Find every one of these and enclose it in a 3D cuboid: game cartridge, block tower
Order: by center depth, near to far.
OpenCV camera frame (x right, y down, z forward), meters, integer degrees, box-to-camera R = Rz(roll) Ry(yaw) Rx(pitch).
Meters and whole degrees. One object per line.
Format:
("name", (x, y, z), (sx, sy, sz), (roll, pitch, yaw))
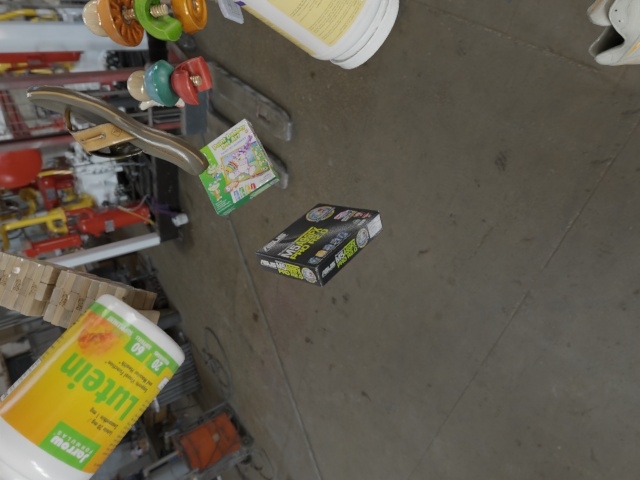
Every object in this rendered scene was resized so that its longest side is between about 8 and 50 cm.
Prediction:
("block tower", (-0.446, 0.095, 0.779), (0.336, 0.097, 0.090), (13, 81, 16))
("game cartridge", (-0.218, -0.562, 1.070), (0.017, 0.056, 0.083), (-29, 71, 37))

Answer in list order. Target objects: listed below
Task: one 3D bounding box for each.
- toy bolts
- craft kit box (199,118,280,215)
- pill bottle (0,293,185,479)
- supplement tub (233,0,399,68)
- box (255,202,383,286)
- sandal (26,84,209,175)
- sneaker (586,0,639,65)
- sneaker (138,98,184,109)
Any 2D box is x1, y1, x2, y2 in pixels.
("toy bolts", (-0.317, -0.379, 0.861), (0.159, 0.218, 0.228), (-1, 128, 14))
("craft kit box", (-0.300, -0.253, 1.561), (0.250, 0.061, 0.246), (-32, 73, 12))
("pill bottle", (-0.292, 0.197, 0.528), (0.137, 0.245, 0.136), (28, 152, 16))
("supplement tub", (-0.018, -0.545, 0.957), (0.241, 0.332, 0.240), (-27, 53, 43))
("box", (0.000, 0.000, 1.164), (0.216, 0.270, 0.060), (13, 130, 41))
("sandal", (-0.247, -0.122, 0.542), (0.060, 0.220, 0.090), (-67, 16, -7))
("sneaker", (0.383, -0.305, 0.516), (0.121, 0.099, 0.262), (-6, 146, 19))
("sneaker", (-0.410, -0.385, 1.213), (0.075, 0.161, 0.057), (59, 165, -28))
